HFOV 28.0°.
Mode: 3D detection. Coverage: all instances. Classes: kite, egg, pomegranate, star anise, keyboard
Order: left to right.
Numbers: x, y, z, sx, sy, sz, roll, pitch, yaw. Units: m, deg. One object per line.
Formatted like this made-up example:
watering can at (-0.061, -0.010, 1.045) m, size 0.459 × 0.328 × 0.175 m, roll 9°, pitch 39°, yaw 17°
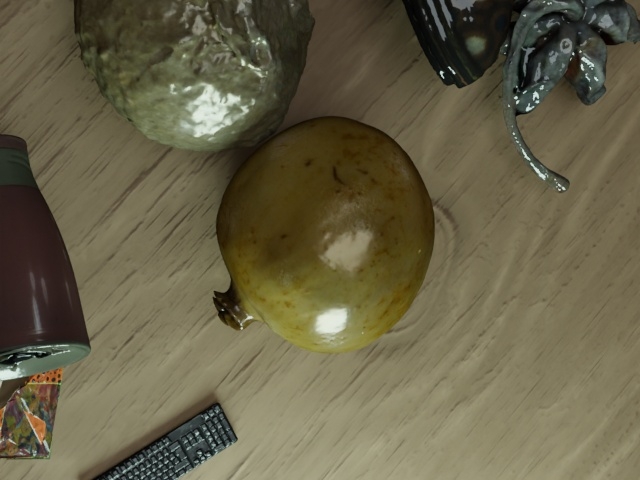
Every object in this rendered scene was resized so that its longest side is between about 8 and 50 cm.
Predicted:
kite at (-0.351, 0.224, 1.554) m, size 0.222 × 0.008 × 0.125 m, roll -52°, pitch 138°, yaw -38°
keyboard at (-0.203, 0.285, 1.644) m, size 0.204 × 0.013 × 0.061 m, roll -31°, pitch 107°, yaw -17°
egg at (-0.148, -0.243, 1.478) m, size 0.279 × 0.279 × 0.310 m, roll -44°, pitch 125°, yaw -13°
pomegranate at (0.012, -0.012, 1.560) m, size 0.307 × 0.307 × 0.307 m, roll -3°, pitch 97°, yaw -23°
star anise at (0.341, -0.288, 1.742) m, size 0.316 × 0.139 × 0.359 m, roll -40°, pitch 109°, yaw -7°

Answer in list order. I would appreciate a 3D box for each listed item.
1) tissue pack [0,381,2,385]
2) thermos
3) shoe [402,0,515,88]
tissue pack at (-0.481, 0.221, 1.489) m, size 0.170 × 0.071 × 0.325 m, roll 19°, pitch 88°, yaw -27°
thermos at (-0.351, 0.016, 1.445) m, size 0.146 × 0.176 × 0.265 m, roll -14°, pitch 74°, yaw 1°
shoe at (0.195, -0.400, 1.616) m, size 0.237 × 0.171 × 0.384 m, roll -18°, pitch 100°, yaw 6°
